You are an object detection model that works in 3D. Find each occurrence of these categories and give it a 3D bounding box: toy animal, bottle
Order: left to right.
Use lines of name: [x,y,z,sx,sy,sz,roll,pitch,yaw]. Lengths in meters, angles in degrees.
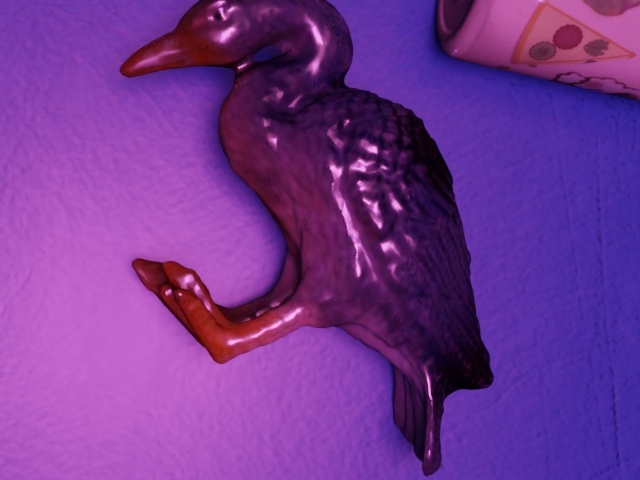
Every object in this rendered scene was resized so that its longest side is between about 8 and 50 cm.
toy animal: [0.000,0.000,0.678,0.185,0.122,0.298,-43,97,-10]
bottle: [0.207,-0.144,0.726,0.253,0.120,0.120,12,86,-10]
